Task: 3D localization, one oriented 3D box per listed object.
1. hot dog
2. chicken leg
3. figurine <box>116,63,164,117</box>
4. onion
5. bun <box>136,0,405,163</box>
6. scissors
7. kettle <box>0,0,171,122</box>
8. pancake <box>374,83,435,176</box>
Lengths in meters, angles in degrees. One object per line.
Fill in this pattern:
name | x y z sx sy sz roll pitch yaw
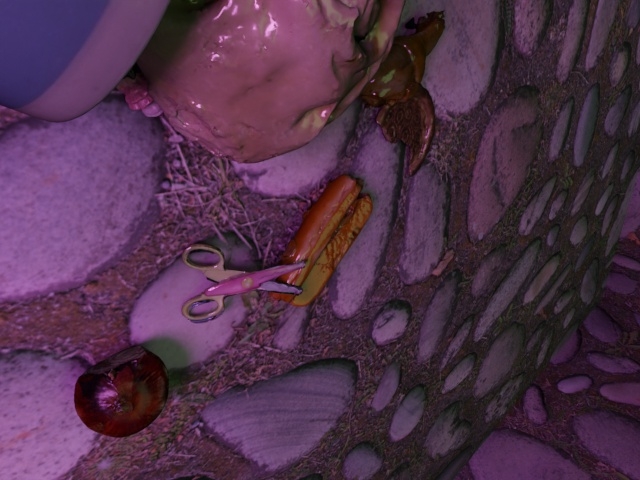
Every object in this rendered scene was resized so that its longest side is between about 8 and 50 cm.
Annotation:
hot dog | 0.000 0.000 0.828 0.269 0.072 0.109 -54 137 -11
chicken leg | 0.137 -0.295 0.802 0.227 0.088 0.103 -47 128 -25
figurine | -0.203 -0.192 0.521 0.072 0.054 0.129 -62 143 -18
onion | -0.258 0.203 0.641 0.117 0.118 0.118 -17 126 -13
bun | -0.028 -0.249 0.514 0.326 0.235 0.362 -32 146 -58
scissors | -0.113 0.063 0.731 0.187 0.020 0.133 -3 117 -18
kettle | -0.302 -0.221 0.277 0.319 0.247 0.342 -38 148 26
pancake | 0.161 -0.205 0.918 0.190 0.020 0.184 -11 120 -42
